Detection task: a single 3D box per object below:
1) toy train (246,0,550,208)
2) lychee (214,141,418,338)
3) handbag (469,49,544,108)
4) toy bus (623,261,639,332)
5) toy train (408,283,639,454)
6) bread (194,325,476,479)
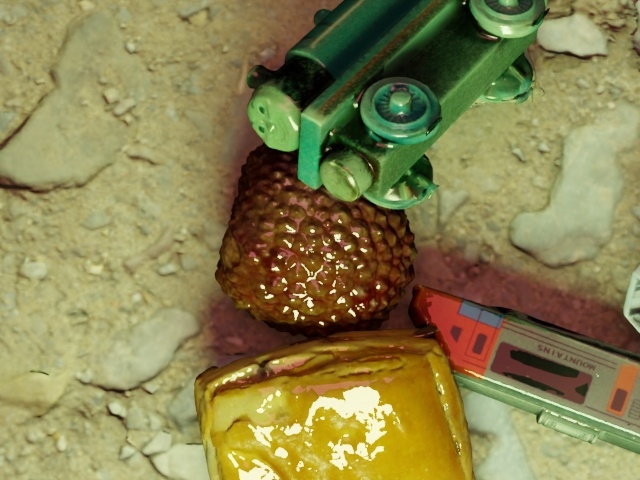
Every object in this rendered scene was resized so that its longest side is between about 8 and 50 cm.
[{"bbox_3d":[0.068,-0.161,1.748,0.194,0.120,0.298,33,57,19],"label":"toy train"},{"bbox_3d":[0.000,0.000,1.791,0.188,0.188,0.188,0,76,-1],"label":"lychee"},{"bbox_3d":[0.134,-0.197,1.889,0.117,0.095,0.173,-21,74,-3],"label":"handbag"},{"bbox_3d":[0.415,-0.020,1.812,0.136,0.109,0.330,31,60,22],"label":"toy bus"},{"bbox_3d":[0.265,0.147,1.806,0.409,0.086,0.089,20,78,3],"label":"toy train"},{"bbox_3d":[0.018,0.188,1.742,0.235,0.099,0.211,-14,108,-3],"label":"bread"}]
